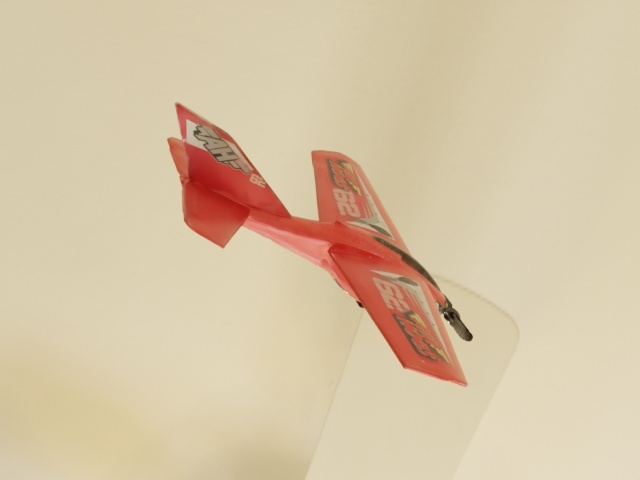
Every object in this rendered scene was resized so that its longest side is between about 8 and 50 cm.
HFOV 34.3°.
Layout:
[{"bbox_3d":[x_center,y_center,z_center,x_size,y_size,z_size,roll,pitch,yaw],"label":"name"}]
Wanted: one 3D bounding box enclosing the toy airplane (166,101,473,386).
[{"bbox_3d":[0.000,0.000,0.380,0.151,0.151,0.028,42,-72,-4],"label":"toy airplane"}]
